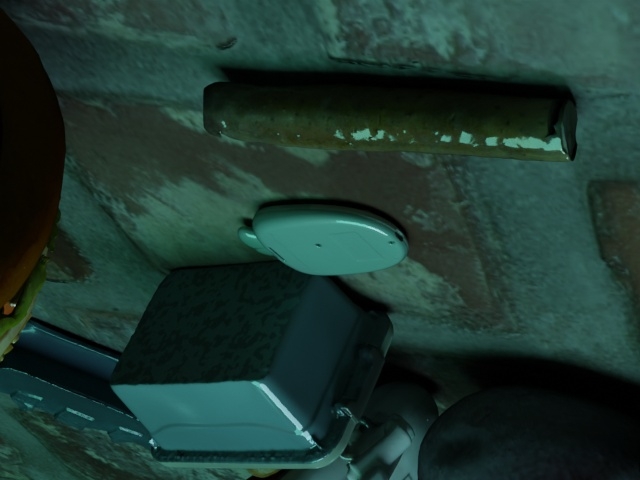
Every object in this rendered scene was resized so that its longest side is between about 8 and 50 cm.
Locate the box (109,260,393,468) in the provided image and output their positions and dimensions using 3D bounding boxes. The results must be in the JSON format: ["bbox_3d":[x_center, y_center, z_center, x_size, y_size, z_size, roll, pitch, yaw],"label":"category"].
[{"bbox_3d":[-0.063,0.109,1.499,0.227,0.162,0.130,-6,137,41],"label":"box"}]

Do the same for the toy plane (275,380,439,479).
[{"bbox_3d":[0.022,0.232,1.606,0.117,0.244,0.245,46,154,1],"label":"toy plane"}]

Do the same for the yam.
[{"bbox_3d":[0.041,-0.080,1.145,0.264,0.046,0.046,6,154,25],"label":"yam"}]

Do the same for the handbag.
[{"bbox_3d":[-0.249,0.163,1.861,0.229,0.062,0.179,23,159,-13],"label":"handbag"}]

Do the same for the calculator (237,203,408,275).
[{"bbox_3d":[0.000,0.000,1.378,0.153,0.021,0.095,-5,147,35],"label":"calculator"}]

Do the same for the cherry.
[{"bbox_3d":[0.192,0.221,1.539,0.266,0.184,0.213,-17,151,27],"label":"cherry"}]

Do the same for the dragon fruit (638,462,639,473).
[{"bbox_3d":[0.371,0.227,1.378,0.241,0.241,0.252,2,139,30],"label":"dragon fruit"}]

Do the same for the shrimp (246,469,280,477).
[{"bbox_3d":[-0.024,0.154,1.623,0.053,0.133,0.236,35,-175,-4],"label":"shrimp"}]

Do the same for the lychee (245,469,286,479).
[{"bbox_3d":[0.027,0.342,1.834,0.255,0.255,0.300,32,178,-30],"label":"lychee"}]

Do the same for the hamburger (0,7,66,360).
[{"bbox_3d":[-0.338,-0.025,1.180,0.330,0.330,0.250,21,150,-8],"label":"hamburger"}]
